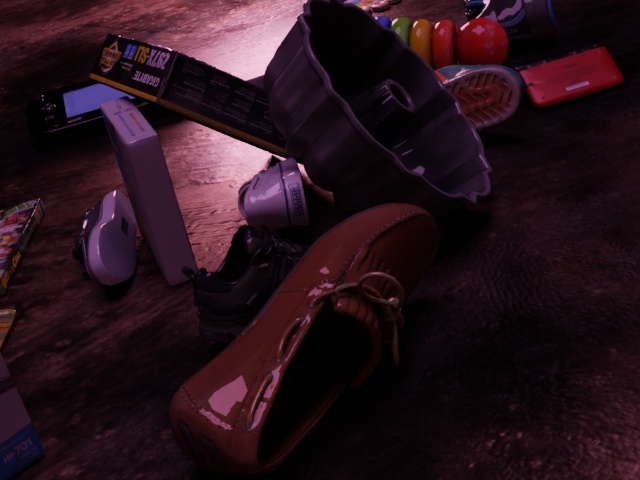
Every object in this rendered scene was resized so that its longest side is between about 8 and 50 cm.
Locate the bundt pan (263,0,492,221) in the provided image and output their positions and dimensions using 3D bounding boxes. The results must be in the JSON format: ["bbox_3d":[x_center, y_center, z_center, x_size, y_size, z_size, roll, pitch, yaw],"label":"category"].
[{"bbox_3d":[0.060,-0.143,1.485,0.124,0.331,0.331,-42,14,28],"label":"bundt pan"}]

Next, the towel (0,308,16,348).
[{"bbox_3d":[-0.444,0.154,1.432,0.102,0.021,0.237,-11,27,7],"label":"towel"}]

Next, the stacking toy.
[{"bbox_3d":[0.144,-0.311,1.952,0.330,0.141,0.141,1,29,13],"label":"stacking toy"}]

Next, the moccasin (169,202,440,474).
[{"bbox_3d":[0.015,0.090,1.196,0.147,0.139,0.380,10,36,38],"label":"moccasin"}]

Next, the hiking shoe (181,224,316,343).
[{"bbox_3d":[-0.049,0.029,1.374,0.227,0.114,0.086,-29,30,-27],"label":"hiking shoe"}]

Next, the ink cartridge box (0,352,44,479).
[{"bbox_3d":[-0.379,0.146,1.223,0.082,0.190,0.140,-32,32,-31],"label":"ink cartridge box"}]

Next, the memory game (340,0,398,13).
[{"bbox_3d":[0.082,-0.494,2.443,0.186,0.012,0.186,-12,26,6],"label":"memory game"}]

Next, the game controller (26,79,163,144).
[{"bbox_3d":[-0.375,-0.258,2.149,0.319,0.067,0.166,-18,27,-5],"label":"game controller"}]

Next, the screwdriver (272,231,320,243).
[{"bbox_3d":[0.000,0.000,1.520,0.170,0.024,0.025,-1,58,12],"label":"screwdriver"}]

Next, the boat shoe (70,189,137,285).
[{"bbox_3d":[-0.300,0.004,1.599,0.076,0.080,0.228,-29,28,10],"label":"boat shoe"}]

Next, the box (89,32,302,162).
[{"bbox_3d":[-0.128,-0.185,1.644,0.322,0.079,0.257,20,4,-34],"label":"box"}]

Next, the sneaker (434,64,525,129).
[{"bbox_3d":[0.153,-0.194,1.740,0.302,0.108,0.121,-7,12,19],"label":"sneaker"}]

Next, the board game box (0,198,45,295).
[{"bbox_3d":[-0.492,0.017,1.715,0.136,0.030,0.259,-13,26,7],"label":"board game box"}]

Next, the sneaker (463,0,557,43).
[{"bbox_3d":[0.311,-0.433,2.089,0.140,0.125,0.341,-17,24,5],"label":"sneaker"}]

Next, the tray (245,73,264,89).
[{"bbox_3d":[0.028,-0.229,1.801,0.270,0.030,0.145,0,-7,-41],"label":"tray"}]

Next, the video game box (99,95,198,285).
[{"bbox_3d":[-0.225,-0.067,1.550,0.048,0.205,0.187,-21,28,-15],"label":"video game box"}]

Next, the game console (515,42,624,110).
[{"bbox_3d":[0.369,-0.240,1.805,0.144,0.085,0.124,-18,58,-5],"label":"game console"}]

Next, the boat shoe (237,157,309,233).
[{"bbox_3d":[-0.063,-0.055,1.500,0.084,0.095,0.258,-10,0,-2],"label":"boat shoe"}]
